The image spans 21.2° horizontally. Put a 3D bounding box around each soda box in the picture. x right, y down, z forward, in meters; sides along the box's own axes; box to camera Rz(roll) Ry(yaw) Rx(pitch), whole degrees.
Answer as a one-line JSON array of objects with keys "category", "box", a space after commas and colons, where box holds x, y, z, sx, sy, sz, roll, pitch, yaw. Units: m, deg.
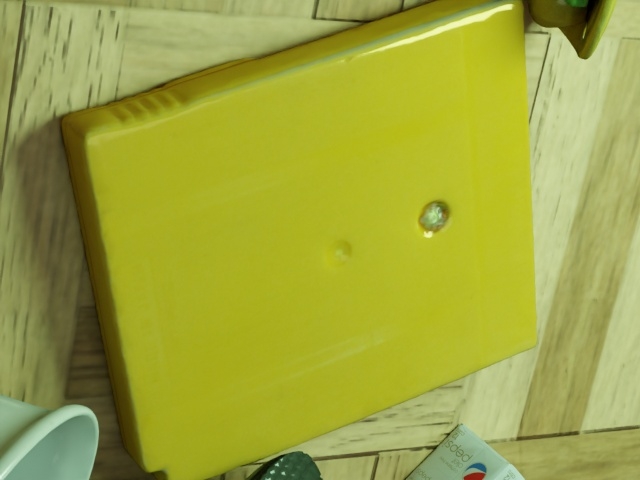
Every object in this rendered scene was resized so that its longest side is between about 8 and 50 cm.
[{"category": "soda box", "box": [0.154, 0.242, 1.359, 0.074, 0.069, 0.216, -44, 128, -6]}]

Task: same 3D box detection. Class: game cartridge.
[{"category": "game cartridge", "box": [0.000, 0.000, 1.158, 0.324, 0.053, 0.285, -19, 122, -21]}]

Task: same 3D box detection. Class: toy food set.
[{"category": "toy food set", "box": [0.177, -0.232, 1.131, 0.071, 0.128, 0.218, 16, 110, 0]}]

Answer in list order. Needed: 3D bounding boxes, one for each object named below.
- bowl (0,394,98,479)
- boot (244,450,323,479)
[{"category": "bowl", "box": [-0.262, 0.197, 0.990, 0.298, 0.134, 0.298, -61, 173, -13]}, {"category": "boot", "box": [-0.107, 0.225, 1.150, 0.246, 0.161, 0.083, -45, 118, -52]}]
